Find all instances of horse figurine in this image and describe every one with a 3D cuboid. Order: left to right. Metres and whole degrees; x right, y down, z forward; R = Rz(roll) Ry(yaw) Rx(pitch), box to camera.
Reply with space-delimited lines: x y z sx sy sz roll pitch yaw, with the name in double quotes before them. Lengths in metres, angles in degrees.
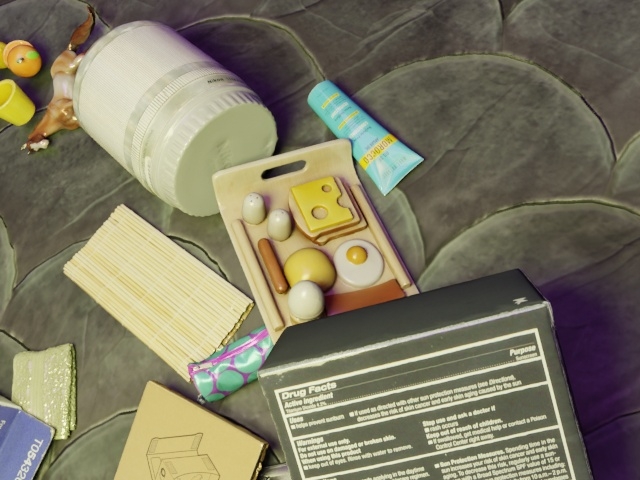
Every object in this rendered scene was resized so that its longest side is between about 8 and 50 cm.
"horse figurine" -0.442 -0.284 1.248 0.174 0.066 0.263 -5 74 33

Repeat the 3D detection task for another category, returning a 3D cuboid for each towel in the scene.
"towel" -0.424 0.235 1.053 0.110 0.027 0.148 -11 65 10

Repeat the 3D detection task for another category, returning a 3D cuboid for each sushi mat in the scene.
"sushi mat" -0.260 0.074 1.079 0.316 0.019 0.151 33 79 25

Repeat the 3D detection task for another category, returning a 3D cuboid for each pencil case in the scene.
"pencil case" -0.110 0.167 0.967 0.151 0.070 0.064 -30 50 0

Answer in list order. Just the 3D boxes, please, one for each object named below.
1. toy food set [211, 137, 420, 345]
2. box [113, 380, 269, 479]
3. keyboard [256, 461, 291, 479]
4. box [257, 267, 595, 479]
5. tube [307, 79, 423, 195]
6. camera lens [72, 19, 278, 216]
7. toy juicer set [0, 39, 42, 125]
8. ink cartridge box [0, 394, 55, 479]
"toy food set" 0.000 0.000 0.954 0.220 0.092 0.306 -17 62 -14
"box" -0.180 0.304 0.926 0.201 0.021 0.164 20 91 26
"keyboard" -0.053 0.382 0.887 0.108 0.023 0.180 -12 64 4
"box" 0.124 0.215 0.754 0.296 0.183 0.294 -15 98 9
"tube" 0.063 -0.166 1.076 0.080 0.052 0.207 -44 69 6
"camera lens" -0.230 -0.193 1.070 0.274 0.219 0.219 40 83 26
"toy juicer set" -0.670 -0.294 1.295 0.329 0.089 0.209 -8 62 22
"ink cartridge box" -0.599 0.356 1.015 0.330 0.071 0.324 20 80 23
